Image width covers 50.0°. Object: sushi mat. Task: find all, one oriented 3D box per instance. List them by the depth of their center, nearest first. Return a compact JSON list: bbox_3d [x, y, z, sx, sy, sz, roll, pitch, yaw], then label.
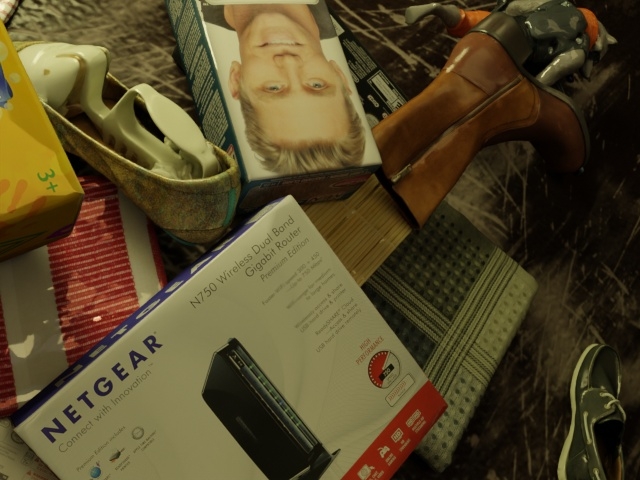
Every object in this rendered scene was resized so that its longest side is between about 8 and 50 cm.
[{"bbox_3d":[0.000,0.000,0.844,0.151,0.019,0.316,47,59,-1],"label":"sushi mat"}]

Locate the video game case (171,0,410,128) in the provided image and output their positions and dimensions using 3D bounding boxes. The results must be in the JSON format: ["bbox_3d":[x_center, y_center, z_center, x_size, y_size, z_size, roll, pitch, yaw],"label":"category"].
[{"bbox_3d":[-0.023,-0.214,0.947,0.275,0.035,0.248,49,57,-4],"label":"video game case"}]

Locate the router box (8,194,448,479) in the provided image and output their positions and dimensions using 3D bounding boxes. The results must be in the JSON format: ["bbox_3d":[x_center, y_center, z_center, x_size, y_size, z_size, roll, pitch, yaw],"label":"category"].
[{"bbox_3d":[-0.072,0.174,0.692,0.335,0.082,0.301,-43,104,-25],"label":"router box"}]

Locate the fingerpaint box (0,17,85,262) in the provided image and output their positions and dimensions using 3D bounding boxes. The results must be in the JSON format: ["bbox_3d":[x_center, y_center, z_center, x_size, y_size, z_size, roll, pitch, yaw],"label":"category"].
[{"bbox_3d":[-0.458,-0.150,0.540,0.371,0.163,0.445,-25,89,-26],"label":"fingerpaint box"}]

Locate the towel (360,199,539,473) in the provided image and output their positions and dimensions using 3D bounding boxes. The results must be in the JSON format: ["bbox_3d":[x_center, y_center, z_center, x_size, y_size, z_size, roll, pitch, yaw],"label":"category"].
[{"bbox_3d":[0.118,0.079,0.911,0.312,0.056,0.324,41,60,-5],"label":"towel"}]

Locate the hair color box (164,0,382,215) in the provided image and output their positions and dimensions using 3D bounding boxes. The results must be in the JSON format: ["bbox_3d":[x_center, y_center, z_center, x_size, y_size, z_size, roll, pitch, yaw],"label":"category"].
[{"bbox_3d":[-0.068,-0.215,0.831,0.173,0.105,0.347,-11,74,-26],"label":"hair color box"}]

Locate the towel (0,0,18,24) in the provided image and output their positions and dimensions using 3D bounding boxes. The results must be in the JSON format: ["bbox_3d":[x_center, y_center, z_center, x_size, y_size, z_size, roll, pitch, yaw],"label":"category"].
[{"bbox_3d":[-0.407,-0.344,0.799,0.144,0.029,0.197,23,63,-19],"label":"towel"}]

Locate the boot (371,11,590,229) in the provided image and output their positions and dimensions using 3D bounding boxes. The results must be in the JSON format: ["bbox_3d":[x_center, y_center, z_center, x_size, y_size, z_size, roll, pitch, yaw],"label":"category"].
[{"bbox_3d":[0.216,-0.119,0.909,0.280,0.096,0.264,-48,118,-18],"label":"boot"}]

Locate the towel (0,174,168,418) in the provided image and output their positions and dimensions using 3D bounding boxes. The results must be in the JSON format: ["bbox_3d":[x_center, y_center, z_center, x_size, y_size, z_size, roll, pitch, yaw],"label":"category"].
[{"bbox_3d":[-0.314,0.053,0.675,0.329,0.037,0.237,-8,72,-26],"label":"towel"}]

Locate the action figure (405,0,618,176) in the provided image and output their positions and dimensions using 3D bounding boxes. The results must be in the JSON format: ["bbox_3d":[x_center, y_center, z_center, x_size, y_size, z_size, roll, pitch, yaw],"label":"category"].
[{"bbox_3d":[0.331,-0.265,1.072,0.330,0.178,0.341,-19,78,-21],"label":"action figure"}]

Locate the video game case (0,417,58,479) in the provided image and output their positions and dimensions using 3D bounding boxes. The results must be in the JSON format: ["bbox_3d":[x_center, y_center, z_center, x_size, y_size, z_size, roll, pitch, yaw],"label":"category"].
[{"bbox_3d":[-0.247,0.196,0.686,0.201,0.023,0.183,32,60,-13],"label":"video game case"}]

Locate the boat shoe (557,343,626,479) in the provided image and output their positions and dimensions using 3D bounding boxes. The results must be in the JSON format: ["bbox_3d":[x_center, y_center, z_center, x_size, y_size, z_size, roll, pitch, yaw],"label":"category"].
[{"bbox_3d":[0.402,0.251,0.971,0.084,0.079,0.233,30,59,-13],"label":"boat shoe"}]

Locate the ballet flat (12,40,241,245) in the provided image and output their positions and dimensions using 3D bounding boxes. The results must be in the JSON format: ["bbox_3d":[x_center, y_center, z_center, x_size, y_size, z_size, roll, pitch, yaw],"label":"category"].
[{"bbox_3d":[-0.224,-0.134,0.723,0.348,0.123,0.123,37,58,6],"label":"ballet flat"}]
